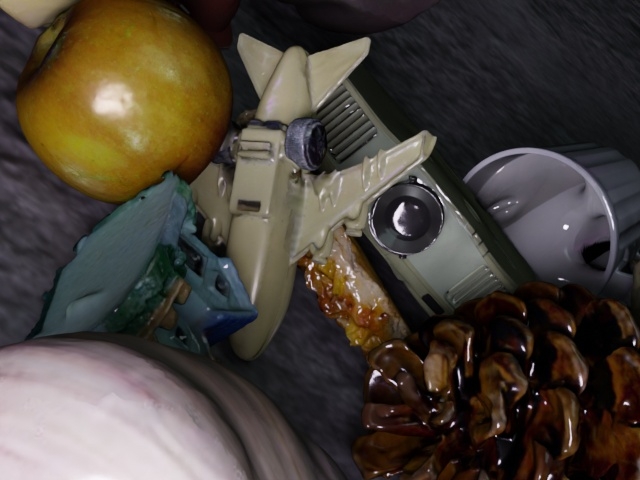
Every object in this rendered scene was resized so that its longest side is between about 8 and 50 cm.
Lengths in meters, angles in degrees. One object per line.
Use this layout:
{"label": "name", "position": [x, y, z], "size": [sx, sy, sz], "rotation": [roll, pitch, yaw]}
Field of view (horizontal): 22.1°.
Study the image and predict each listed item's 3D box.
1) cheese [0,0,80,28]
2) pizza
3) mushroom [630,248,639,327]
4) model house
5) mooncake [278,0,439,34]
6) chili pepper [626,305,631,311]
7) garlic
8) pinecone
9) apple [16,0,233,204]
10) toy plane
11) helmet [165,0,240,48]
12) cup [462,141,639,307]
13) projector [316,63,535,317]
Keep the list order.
{"label": "cheese", "position": [-0.238, -0.382, 1.352], "size": [0.384, 0.104, 0.384], "rotation": [42, 34, -39]}
{"label": "pizza", "position": [-0.002, 0.002, 1.354], "size": [0.246, 0.058, 0.127], "rotation": [56, 1, -8]}
{"label": "mushroom", "position": [0.371, 0.105, 1.432], "size": [0.190, 0.164, 0.267], "rotation": [2, 22, -5]}
{"label": "model house", "position": [-0.101, 0.062, 1.112], "size": [0.148, 0.119, 0.148], "rotation": [46, 28, -27]}
{"label": "mooncake", "position": [0.027, -0.326, 1.631], "size": [0.245, 0.133, 0.245], "rotation": [3, 86, -41]}
{"label": "chili pepper", "position": [0.425, 0.137, 1.629], "size": [0.233, 0.257, 0.248], "rotation": [39, 28, -39]}
{"label": "garlic", "position": [-0.113, 0.183, 0.797], "size": [0.317, 0.259, 0.317], "rotation": [11, 77, -58]}
{"label": "pinecone", "position": [0.158, 0.152, 1.275], "size": [0.309, 0.244, 0.244], "rotation": [1, 55, -37]}
{"label": "apple", "position": [-0.146, -0.111, 1.201], "size": [0.147, 0.146, 0.163], "rotation": [24, 41, -34]}
{"label": "toy plane", "position": [-0.037, -0.038, 1.254], "size": [0.104, 0.242, 0.256], "rotation": [49, 51, -58]}
{"label": "helmet", "position": [-0.100, -0.236, 1.495], "size": [0.089, 0.057, 0.111], "rotation": [0, 57, -58]}
{"label": "cup", "position": [0.249, 0.006, 1.622], "size": [0.221, 0.167, 0.202], "rotation": [63, 27, 4]}
{"label": "projector", "position": [0.081, -0.029, 1.450], "size": [0.269, 0.088, 0.193], "rotation": [51, 12, -2]}
